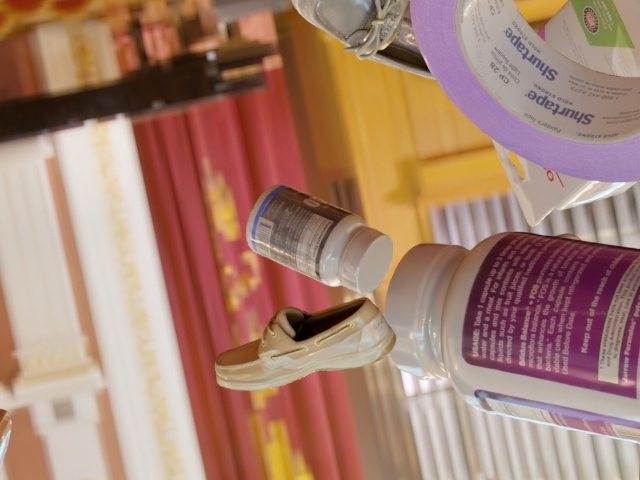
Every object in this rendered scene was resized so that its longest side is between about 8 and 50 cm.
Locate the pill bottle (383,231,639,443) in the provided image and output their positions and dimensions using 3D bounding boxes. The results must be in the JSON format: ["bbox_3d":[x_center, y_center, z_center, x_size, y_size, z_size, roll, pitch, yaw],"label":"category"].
[{"bbox_3d":[0.214,0.081,1.531,0.301,0.169,0.169,9,-165,33],"label":"pill bottle"}]

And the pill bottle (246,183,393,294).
[{"bbox_3d":[0.000,0.000,1.757,0.137,0.078,0.078,24,-158,27],"label":"pill bottle"}]

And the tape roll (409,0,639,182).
[{"bbox_3d":[0.212,-0.178,1.389,0.275,0.275,0.090,-8,-144,44],"label":"tape roll"}]

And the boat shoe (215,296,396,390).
[{"bbox_3d":[-0.020,0.084,1.504,0.170,0.059,0.063,-15,-155,20],"label":"boat shoe"}]

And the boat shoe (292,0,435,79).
[{"bbox_3d":[0.108,-0.258,2.090,0.320,0.118,0.103,20,-156,-38],"label":"boat shoe"}]

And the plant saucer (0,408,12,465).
[{"bbox_3d":[-0.272,0.181,1.434,0.013,0.083,0.083,17,-177,-2],"label":"plant saucer"}]

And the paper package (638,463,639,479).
[{"bbox_3d":[0.564,0.275,1.965,0.309,0.168,0.325,12,165,-10],"label":"paper package"}]

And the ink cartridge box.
[{"bbox_3d":[0.351,-0.177,2.199,0.119,0.207,0.353,-15,165,-26],"label":"ink cartridge box"}]

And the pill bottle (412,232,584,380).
[{"bbox_3d":[0.194,0.078,1.891,0.221,0.121,0.121,-20,179,30],"label":"pill bottle"}]
